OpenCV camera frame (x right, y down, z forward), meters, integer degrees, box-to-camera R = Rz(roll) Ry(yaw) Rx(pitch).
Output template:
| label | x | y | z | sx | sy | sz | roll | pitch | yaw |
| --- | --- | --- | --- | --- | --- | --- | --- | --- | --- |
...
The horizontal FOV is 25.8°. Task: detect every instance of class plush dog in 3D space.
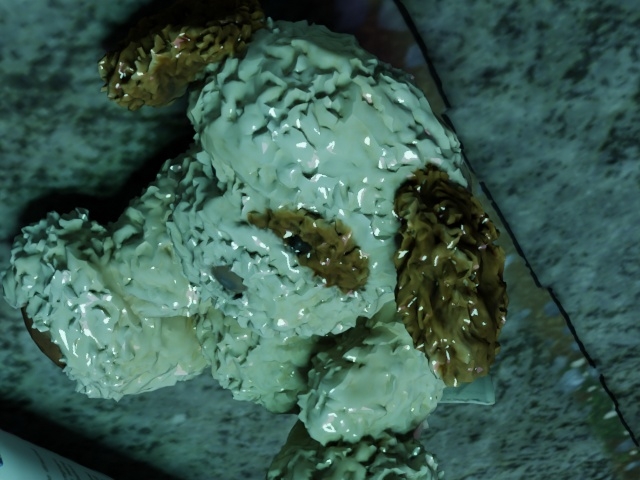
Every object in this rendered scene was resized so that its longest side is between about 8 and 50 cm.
| label | x | y | z | sx | sy | sz | roll | pitch | yaw |
| --- | --- | --- | --- | --- | --- | --- | --- | --- | --- |
| plush dog | 0.000 | 0.000 | 0.646 | 0.210 | 0.262 | 0.225 | -42 | 160 | -29 |

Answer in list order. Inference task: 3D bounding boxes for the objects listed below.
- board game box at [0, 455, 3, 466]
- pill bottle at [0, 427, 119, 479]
| label | x | y | z | sx | sy | sz | roll | pitch | yaw |
| --- | --- | --- | --- | --- | --- | --- | --- | --- | --- |
| board game box | -0.262 | 0.091 | 0.660 | 0.201 | 0.136 | 0.035 | -29 | 159 | 9 |
| pill bottle | -0.181 | 0.195 | 0.792 | 0.160 | 0.160 | 0.283 | -36 | 138 | 16 |
